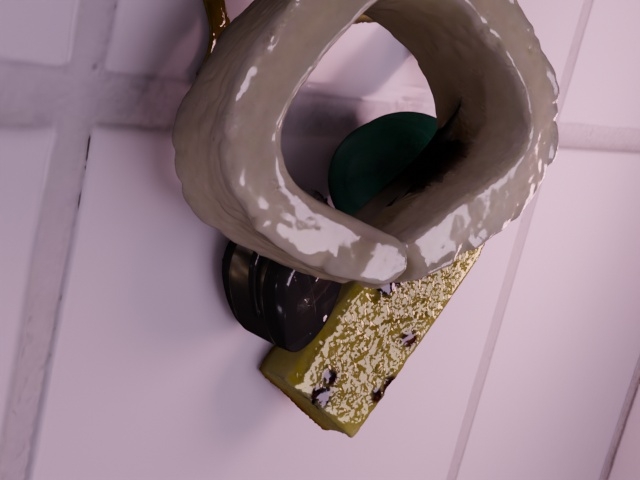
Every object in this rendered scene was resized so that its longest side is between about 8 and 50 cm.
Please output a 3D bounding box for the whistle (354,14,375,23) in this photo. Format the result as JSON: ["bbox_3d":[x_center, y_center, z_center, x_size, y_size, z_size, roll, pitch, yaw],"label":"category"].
[{"bbox_3d":[0.101,-0.277,1.123,0.068,0.057,0.326,-37,167,37],"label":"whistle"}]

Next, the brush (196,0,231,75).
[{"bbox_3d":[-0.095,-0.213,0.922,0.083,0.011,0.205,-43,139,-33],"label":"brush"}]

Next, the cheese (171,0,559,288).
[{"bbox_3d":[0.043,-0.105,0.916,0.332,0.153,0.292,-43,110,-16],"label":"cheese"}]

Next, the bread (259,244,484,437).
[{"bbox_3d":[0.086,0.060,1.237,0.138,0.077,0.361,47,71,-29],"label":"bread"}]

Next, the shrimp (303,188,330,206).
[{"bbox_3d":[0.000,0.000,1.137,0.057,0.065,0.165,-33,158,-17],"label":"shrimp"}]

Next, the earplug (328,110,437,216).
[{"bbox_3d":[0.113,-0.107,1.137,0.280,0.164,0.257,-22,135,-64],"label":"earplug"}]

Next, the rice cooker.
[{"bbox_3d":[-0.041,0.042,1.066,0.112,0.106,0.165,-45,137,-32],"label":"rice cooker"}]
